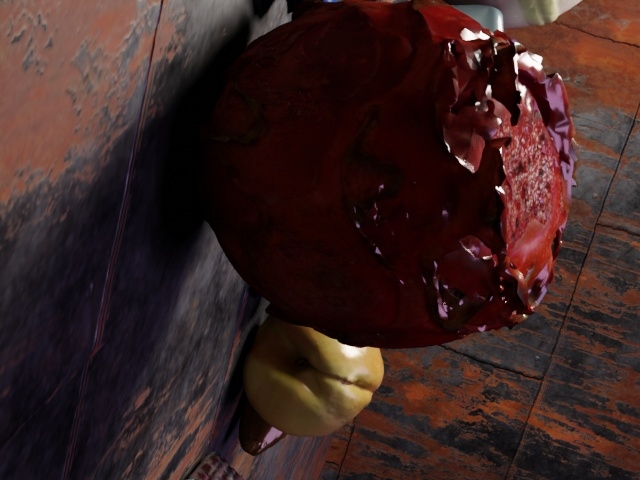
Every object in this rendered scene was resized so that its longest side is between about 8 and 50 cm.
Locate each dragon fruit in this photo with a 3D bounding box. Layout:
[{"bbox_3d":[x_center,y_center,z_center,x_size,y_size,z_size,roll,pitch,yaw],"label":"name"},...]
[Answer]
[{"bbox_3d":[0.054,-0.056,0.901,0.295,0.302,0.295,20,90,-76],"label":"dragon fruit"}]

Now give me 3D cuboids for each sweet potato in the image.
[{"bbox_3d":[-0.053,0.198,1.557,0.251,0.097,0.097,-57,164,-44],"label":"sweet potato"}]

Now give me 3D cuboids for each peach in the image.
[{"bbox_3d":[-0.010,0.159,1.431,0.184,0.184,0.184,18,90,-83],"label":"peach"}]

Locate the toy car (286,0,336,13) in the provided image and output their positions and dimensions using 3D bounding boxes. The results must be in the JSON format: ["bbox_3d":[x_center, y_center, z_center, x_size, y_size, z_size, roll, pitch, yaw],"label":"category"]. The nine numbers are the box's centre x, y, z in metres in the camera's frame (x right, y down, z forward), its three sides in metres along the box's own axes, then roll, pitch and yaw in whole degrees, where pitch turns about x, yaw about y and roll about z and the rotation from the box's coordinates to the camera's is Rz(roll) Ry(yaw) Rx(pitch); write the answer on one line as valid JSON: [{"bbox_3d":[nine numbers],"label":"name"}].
[{"bbox_3d":[0.018,-0.291,0.972,0.103,0.063,0.216,86,24,-70],"label":"toy car"}]

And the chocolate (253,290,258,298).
[{"bbox_3d":[0.000,0.003,1.424,0.148,0.126,0.343,-36,175,17],"label":"chocolate"}]

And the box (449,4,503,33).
[{"bbox_3d":[0.127,-0.210,1.402,0.162,0.227,0.130,61,32,-80],"label":"box"}]

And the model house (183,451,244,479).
[{"bbox_3d":[-0.093,0.357,1.252,0.280,0.230,0.248,-47,130,-78],"label":"model house"}]

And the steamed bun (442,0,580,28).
[{"bbox_3d":[0.224,-0.391,1.439,0.309,0.309,0.309,18,90,-83],"label":"steamed bun"}]
